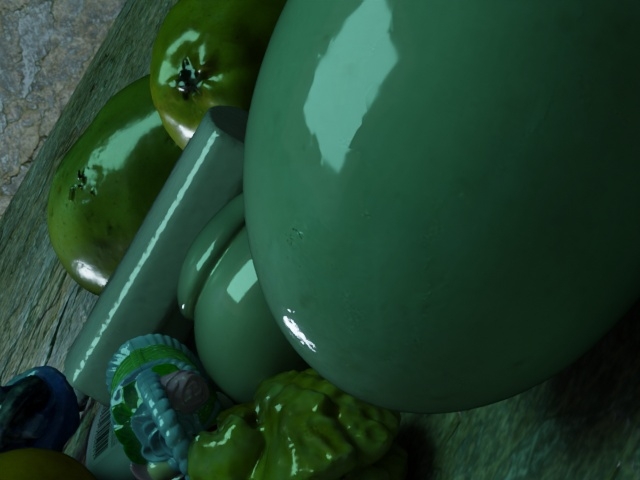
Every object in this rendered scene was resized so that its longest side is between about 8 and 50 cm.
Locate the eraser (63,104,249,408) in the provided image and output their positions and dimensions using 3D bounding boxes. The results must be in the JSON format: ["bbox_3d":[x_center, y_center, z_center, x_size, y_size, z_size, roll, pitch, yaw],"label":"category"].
[{"bbox_3d":[-0.127,0.014,1.615,0.270,0.095,0.174,-58,2,11],"label":"eraser"}]

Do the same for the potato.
[{"bbox_3d":[-0.185,-0.065,2.004,0.304,0.216,0.216,-47,22,19],"label":"potato"}]

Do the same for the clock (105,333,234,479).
[{"bbox_3d":[-0.103,0.184,1.448,0.100,0.194,0.195,-30,24,-3],"label":"clock"}]

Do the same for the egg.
[{"bbox_3d":[0.102,-0.082,1.070,0.388,0.276,0.276,-67,18,-6],"label":"egg"}]

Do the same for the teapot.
[{"bbox_3d":[-0.021,0.031,1.496,0.220,0.149,0.318,-54,-9,-1],"label":"teapot"}]

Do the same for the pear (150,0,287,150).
[{"bbox_3d":[-0.067,-0.168,1.792,0.212,0.212,0.269,-57,-15,20],"label":"pear"}]

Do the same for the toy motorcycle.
[{"bbox_3d":[-0.398,0.266,2.166,0.319,0.182,0.241,-59,18,19],"label":"toy motorcycle"}]

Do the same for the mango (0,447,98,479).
[{"bbox_3d":[-0.313,0.379,1.686,0.445,0.232,0.300,-80,17,-52],"label":"mango"}]

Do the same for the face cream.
[{"bbox_3d":[-0.132,0.143,1.750,0.337,0.080,0.163,-42,28,50],"label":"face cream"}]

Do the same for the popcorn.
[{"bbox_3d":[-0.010,0.179,1.284,0.173,0.142,0.173,-25,43,25],"label":"popcorn"}]
